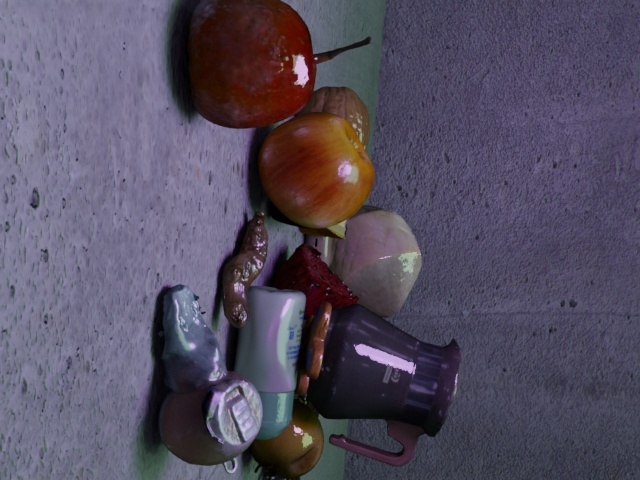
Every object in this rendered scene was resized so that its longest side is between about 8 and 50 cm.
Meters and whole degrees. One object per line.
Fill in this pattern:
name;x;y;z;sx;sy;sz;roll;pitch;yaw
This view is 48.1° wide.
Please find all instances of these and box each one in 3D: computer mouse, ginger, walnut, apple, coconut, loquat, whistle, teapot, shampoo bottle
computer mouse;-0.047;-0.091;1.891;0.233;0.137;0.096;-21;121;-77
ginger;-0.166;0.059;1.557;0.122;0.084;0.290;116;-11;-46
walnut;0.032;-0.305;2.022;0.225;0.224;0.261;39;57;-77
apple;-0.006;-0.165;1.682;0.286;0.233;0.286;46;24;-28
coconut;0.188;0.092;2.556;0.415;0.344;0.415;-23;90;-88
loquat;-0.090;0.520;1.868;0.213;0.213;0.213;6;90;-79
whistle;-0.217;0.246;1.248;0.189;0.189;0.348;-42;115;-74
teapot;0.158;0.375;1.843;0.305;0.361;0.376;-28;133;-83
shampoo bottle;-0.125;0.285;1.668;0.222;0.151;0.350;21;75;-88

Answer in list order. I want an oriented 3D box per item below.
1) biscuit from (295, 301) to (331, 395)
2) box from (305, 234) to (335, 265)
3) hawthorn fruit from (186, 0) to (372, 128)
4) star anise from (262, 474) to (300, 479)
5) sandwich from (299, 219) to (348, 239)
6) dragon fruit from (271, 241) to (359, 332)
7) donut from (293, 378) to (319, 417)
biscuit;-0.036;0.277;1.769;0.324;0.049;0.206;117;-15;-70
box;0.000;0.000;2.325;0.146;0.088;0.200;-20;117;-76
hawthorn fruit;-0.113;-0.292;1.221;0.231;0.263;0.235;-52;-178;-29
star anise;-0.113;0.634;2.075;0.198;0.110;0.258;-48;139;-46
sandwich;0.005;-0.096;2.157;0.187;0.144;0.117;73;23;-65
dragon fruit;-0.018;0.130;1.922;0.330;0.240;0.302;84;-4;-75
donut;-0.052;0.488;2.304;0.269;0.103;0.270;8;90;-78
